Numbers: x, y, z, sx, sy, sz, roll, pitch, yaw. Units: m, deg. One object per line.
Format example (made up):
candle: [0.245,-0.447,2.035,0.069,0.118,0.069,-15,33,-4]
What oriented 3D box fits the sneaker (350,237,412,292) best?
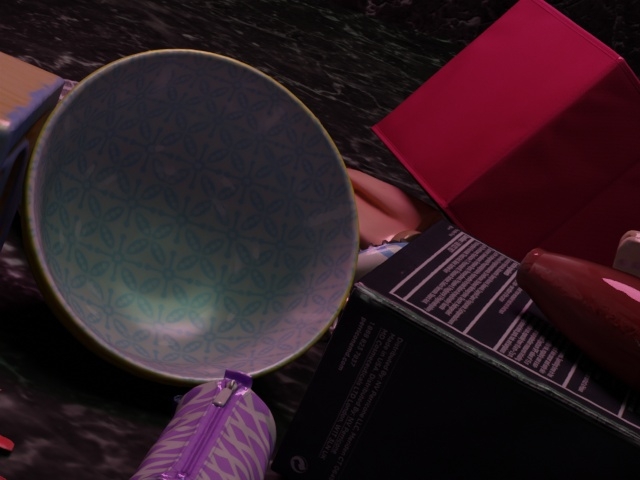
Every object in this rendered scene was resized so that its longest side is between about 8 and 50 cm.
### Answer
sneaker: [0.122,0.064,1.580,0.237,0.085,0.086,19,43,-27]

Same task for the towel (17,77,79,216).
towel: [-0.168,-0.054,1.504,0.283,0.121,0.235,13,22,-31]

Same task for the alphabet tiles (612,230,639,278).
alphabet tiles: [0.321,0.109,1.398,0.278,0.284,0.021,13,46,8]

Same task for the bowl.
bowl: [-0.128,-0.003,1.291,0.289,0.289,0.156,17,-21,-19]

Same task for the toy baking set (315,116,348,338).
toy baking set: [-0.001,-0.007,1.446,0.030,0.197,0.256,-7,-8,-4]

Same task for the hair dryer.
hair dryer: [0.284,0.094,1.186,0.293,0.080,0.223,30,1,-3]

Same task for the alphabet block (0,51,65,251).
alphabet block: [-0.347,-0.070,1.217,0.197,0.192,0.193,24,16,-4]

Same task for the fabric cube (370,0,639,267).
fabric cube: [0.264,-0.091,1.786,0.259,0.258,0.254,47,4,-32]

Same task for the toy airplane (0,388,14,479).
toy airplane: [-0.258,0.132,1.010,0.151,0.028,0.151,23,18,-8]

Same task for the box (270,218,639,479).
box: [0.159,0.147,1.233,0.294,0.183,0.296,28,18,12]

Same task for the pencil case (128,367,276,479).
pencil case: [-0.083,0.164,1.043,0.086,0.088,0.206,22,19,1]

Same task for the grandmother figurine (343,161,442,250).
grandmother figurine: [0.013,-0.068,1.809,0.342,0.104,0.208,39,14,32]
